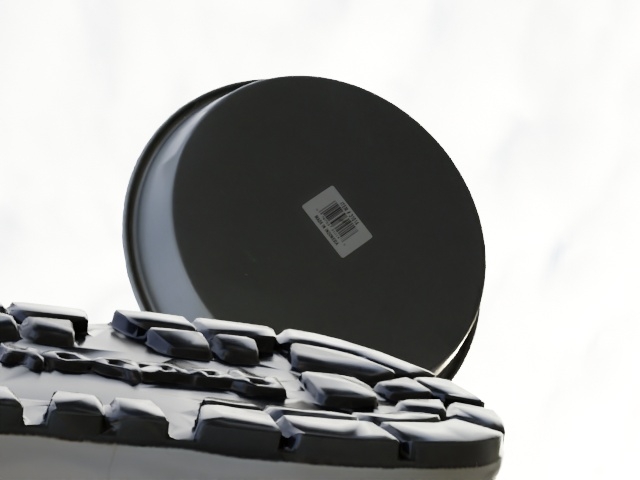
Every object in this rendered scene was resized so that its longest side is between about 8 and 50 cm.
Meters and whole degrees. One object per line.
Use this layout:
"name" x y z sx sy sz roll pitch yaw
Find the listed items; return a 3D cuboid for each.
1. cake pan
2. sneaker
"cake pan" 0.000 0.000 1.299 0.293 0.293 0.054 -56 6 -33
"sneaker" -0.109 0.074 0.336 0.107 0.283 0.124 -126 46 -76
